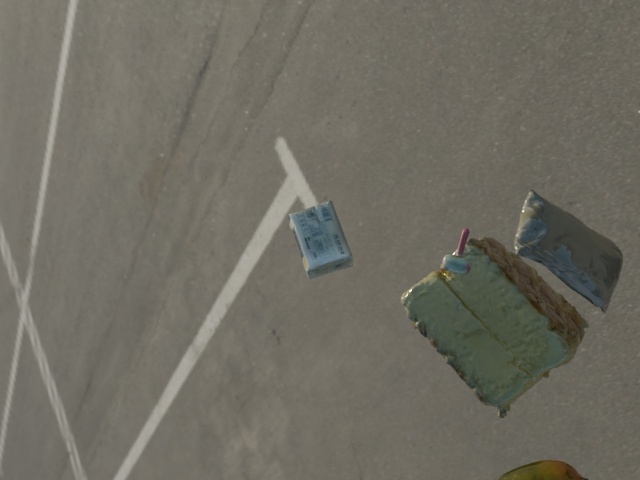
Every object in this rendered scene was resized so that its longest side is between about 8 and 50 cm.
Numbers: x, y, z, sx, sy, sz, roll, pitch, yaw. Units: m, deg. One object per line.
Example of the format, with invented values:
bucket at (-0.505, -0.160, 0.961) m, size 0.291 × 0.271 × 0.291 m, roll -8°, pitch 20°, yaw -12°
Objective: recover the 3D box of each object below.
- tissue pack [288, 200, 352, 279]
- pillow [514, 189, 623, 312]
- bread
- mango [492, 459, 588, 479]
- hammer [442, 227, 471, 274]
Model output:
tissue pack at (0.000, 0.000, 0.931) m, size 0.042 × 0.062 × 0.083 m, roll 86°, pitch 165°, yaw -65°
pillow at (0.549, 0.023, 1.648) m, size 0.270 × 0.173 × 0.067 m, roll 32°, pitch 157°, yaw -3°
bread at (0.438, 0.199, 1.841) m, size 0.279 × 0.390 × 0.371 m, roll -47°, pitch 71°, yaw 18°
mango at (0.240, 0.402, 1.002) m, size 0.289 × 0.146 × 0.129 m, roll -41°, pitch 46°, yaw 26°
hammer at (0.251, 0.018, 1.330) m, size 0.053 × 0.031 × 0.083 m, roll 15°, pitch 87°, yaw 20°
